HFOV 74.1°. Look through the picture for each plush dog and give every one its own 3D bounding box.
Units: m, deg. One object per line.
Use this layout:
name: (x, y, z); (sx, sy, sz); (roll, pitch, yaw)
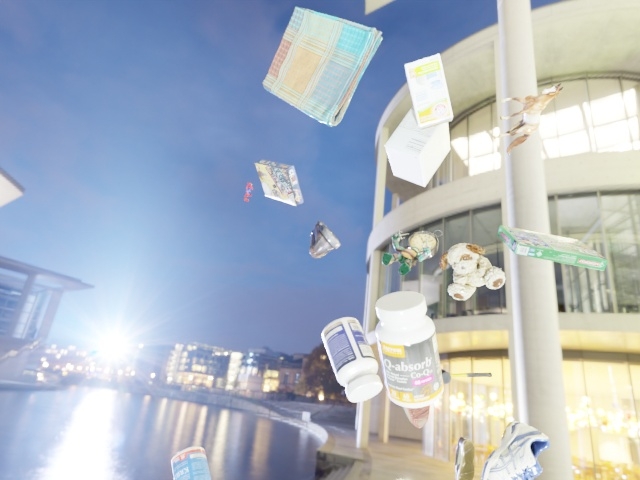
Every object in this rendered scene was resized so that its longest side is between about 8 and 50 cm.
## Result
plush dog: (0.663, 0.107, 1.890); (0.262, 0.211, 0.225); (-29, -73, 38)

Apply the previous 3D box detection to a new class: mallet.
mallet: (0.446, 0.418, 1.310); (0.189, 0.039, 0.062); (2, -4, -4)

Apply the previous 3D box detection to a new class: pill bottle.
pill bottle: (0.236, 0.291, 1.149); (0.162, 0.279, 0.162); (-12, 14, 3)
pill bottle: (0.111, 0.416, 1.493); (0.153, 0.265, 0.153); (-12, -44, -12)
pill bottle: (-0.451, 0.870, 1.511); (0.124, 0.222, 0.124); (-17, -45, -18)

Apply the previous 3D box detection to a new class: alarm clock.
alarm clock: (0.464, 0.012, 1.864); (0.129, 0.192, 0.064); (38, -24, 40)

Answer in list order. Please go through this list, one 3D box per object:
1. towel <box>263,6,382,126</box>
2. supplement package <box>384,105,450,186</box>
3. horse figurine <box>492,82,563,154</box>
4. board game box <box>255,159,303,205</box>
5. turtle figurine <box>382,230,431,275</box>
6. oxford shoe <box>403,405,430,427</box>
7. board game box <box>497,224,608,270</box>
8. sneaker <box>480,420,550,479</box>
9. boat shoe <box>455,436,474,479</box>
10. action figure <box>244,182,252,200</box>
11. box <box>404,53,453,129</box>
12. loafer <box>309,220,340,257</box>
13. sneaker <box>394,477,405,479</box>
towel: (-0.018, -0.512, 1.224); (0.040, 0.272, 0.370); (9, 24, -48)
supplement package: (0.373, -0.355, 1.607); (0.149, 0.203, 0.194); (27, -16, 31)
horse figurine: (0.681, -0.407, 1.420); (0.174, 0.066, 0.263); (-14, -33, 6)
board game box: (-0.177, -0.249, 1.804); (0.243, 0.042, 0.165); (22, -44, 47)
turtle figurine: (0.345, 0.051, 1.664); (0.175, 0.118, 0.234); (15, 29, 32)
oxford shoe: (0.329, 0.552, 1.669); (0.122, 0.349, 0.130); (-8, -10, -34)
board game box: (0.852, 0.023, 1.580); (0.316, 0.046, 0.213); (11, 19, 2)
sneaker: (0.608, 0.702, 1.317); (0.130, 0.296, 0.112); (1, -48, 51)
boat shoe: (0.448, 0.693, 1.324); (0.056, 0.153, 0.049); (9, 0, -12)
action figure: (-0.282, -0.196, 1.671); (0.030, 0.115, 0.038); (11, -56, -13)
box: (0.352, -0.475, 1.375); (0.114, 0.203, 0.103); (-12, 5, 16)
loafer: (0.000, 0.000, 1.430); (0.109, 0.095, 0.302); (49, 2, -4)
sneaker: (0.241, 0.825, 1.295); (0.068, 0.170, 0.071); (11, -37, 16)
